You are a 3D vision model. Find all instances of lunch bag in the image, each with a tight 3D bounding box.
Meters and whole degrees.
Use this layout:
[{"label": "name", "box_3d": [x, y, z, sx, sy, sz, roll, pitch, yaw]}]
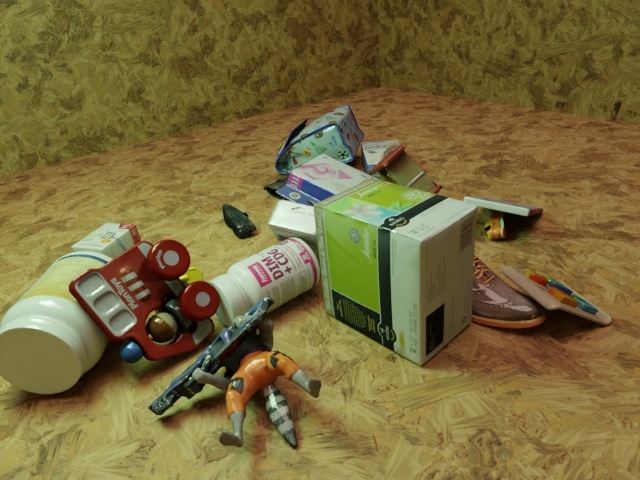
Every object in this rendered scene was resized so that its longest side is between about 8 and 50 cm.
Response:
[{"label": "lunch bag", "box_3d": [-0.020, -0.475, 2.291, 0.386, 0.238, 0.327, -19, 22, 26]}]

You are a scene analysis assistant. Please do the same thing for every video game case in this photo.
[{"label": "video game case", "box_3d": [0.624, -0.117, 1.587, 0.204, 0.025, 0.285, 16, 13, 31]}]

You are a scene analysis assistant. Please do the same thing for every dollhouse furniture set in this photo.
[{"label": "dollhouse furniture set", "box_3d": [0.196, -0.126, 1.572, 0.374, 0.201, 0.152, -42, 6, -8]}]

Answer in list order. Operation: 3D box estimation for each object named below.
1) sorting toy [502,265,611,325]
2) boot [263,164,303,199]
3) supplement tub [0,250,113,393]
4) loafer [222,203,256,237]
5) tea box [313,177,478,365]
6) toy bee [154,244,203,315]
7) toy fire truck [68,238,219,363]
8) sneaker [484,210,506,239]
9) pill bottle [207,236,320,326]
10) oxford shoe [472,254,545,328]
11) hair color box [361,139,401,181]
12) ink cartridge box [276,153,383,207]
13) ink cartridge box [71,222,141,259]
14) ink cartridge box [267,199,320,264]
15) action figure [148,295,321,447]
[{"label": "sorting toy", "box_3d": [0.582, 0.127, 1.157, 0.209, 0.038, 0.193, 14, 21, -23]}, {"label": "boot", "box_3d": [-0.090, -0.236, 2.030, 0.263, 0.091, 0.229, 17, 42, 38]}, {"label": "supplement tub", "box_3d": [-0.620, 0.191, 1.152, 0.229, 0.228, 0.316, -5, 28, 2]}, {"label": "loafer", "box_3d": [-0.311, -0.079, 1.773, 0.078, 0.076, 0.223, -14, 33, -26]}, {"label": "tea box", "box_3d": [0.177, 0.059, 1.138, 0.220, 0.328, 0.324, -28, 36, -35]}, {"label": "toy bee", "box_3d": [-0.460, 0.101, 1.366, 0.195, 0.162, 0.298, -22, 32, -25]}, {"label": "toy fire truck", "box_3d": [-0.412, 0.157, 1.136, 0.169, 0.302, 0.254, -22, 16, 48]}, {"label": "sneaker", "box_3d": [0.582, -0.059, 1.570, 0.068, 0.064, 0.175, -8, 21, 25]}, {"label": "pill bottle", "box_3d": [-0.153, 0.113, 1.281, 0.283, 0.160, 0.160, -27, 34, -34]}, {"label": "oxford shoe", "box_3d": [0.394, 0.111, 1.205, 0.130, 0.132, 0.364, -28, 35, -36]}, {"label": "hair color box", "box_3d": [0.292, -0.364, 2.155, 0.185, 0.110, 0.338, -4, 29, 1]}, {"label": "ink cartridge box", "box_3d": [0.052, -0.208, 1.842, 0.324, 0.071, 0.330, 29, 39, 18]}, {"label": "ink cartridge box", "box_3d": [-0.705, 0.037, 1.567, 0.128, 0.127, 0.176, 3, 30, 17]}, {"label": "ink cartridge box", "box_3d": [-0.048, -0.019, 1.415, 0.155, 0.212, 0.093, 14, 64, 19]}, {"label": "action figure", "box_3d": [-0.176, 0.304, 0.992, 0.341, 0.178, 0.330, -40, 28, -6]}]
